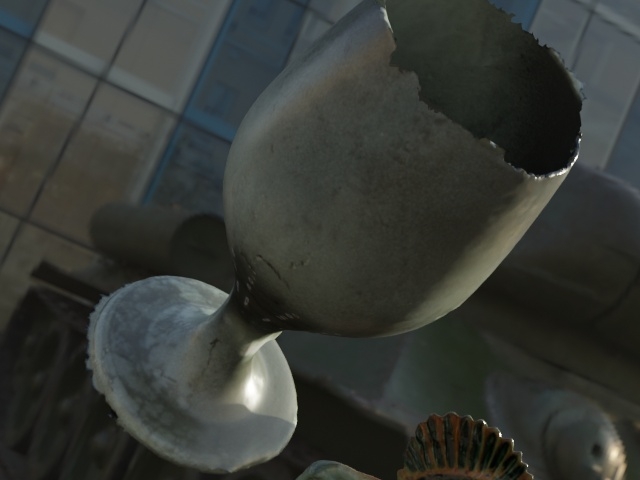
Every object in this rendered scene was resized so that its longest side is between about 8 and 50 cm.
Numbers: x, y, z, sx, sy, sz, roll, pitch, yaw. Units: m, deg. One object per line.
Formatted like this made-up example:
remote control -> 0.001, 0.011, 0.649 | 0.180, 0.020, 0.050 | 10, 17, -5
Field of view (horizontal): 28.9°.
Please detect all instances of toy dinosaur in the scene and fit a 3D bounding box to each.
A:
toy dinosaur -> 0.083, 0.138, 0.672 | 0.187, 0.106, 0.044 | -16, 17, 21

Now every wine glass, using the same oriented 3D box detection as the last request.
wine glass -> 0.000, 0.000, 0.547 | 0.126, 0.126, 0.241 | 25, -49, -20
